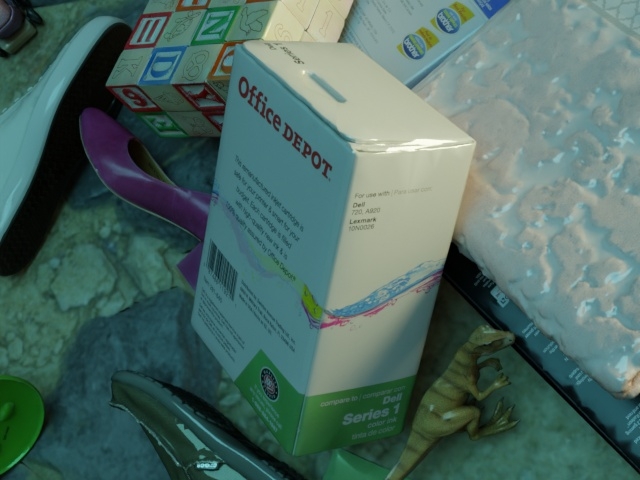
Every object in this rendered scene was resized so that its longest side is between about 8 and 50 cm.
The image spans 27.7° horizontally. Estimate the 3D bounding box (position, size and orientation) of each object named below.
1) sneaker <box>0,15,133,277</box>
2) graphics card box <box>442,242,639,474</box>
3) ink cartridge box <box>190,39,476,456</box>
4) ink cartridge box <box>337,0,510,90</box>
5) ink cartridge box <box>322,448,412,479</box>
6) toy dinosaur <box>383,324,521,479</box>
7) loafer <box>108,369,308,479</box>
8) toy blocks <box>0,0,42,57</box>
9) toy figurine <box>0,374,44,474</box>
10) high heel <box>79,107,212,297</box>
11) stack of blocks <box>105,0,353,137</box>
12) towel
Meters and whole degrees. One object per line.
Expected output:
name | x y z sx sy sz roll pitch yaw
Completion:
sneaker | -0.302 -0.116 1.329 0.123 0.106 0.290 30 89 24
graphics card box | 0.246 0.013 1.075 0.233 0.094 0.371 -47 64 5
ink cartridge box | 0.000 0.000 1.061 0.201 0.117 0.278 46 133 47
ink cartridge box | 0.043 -0.178 1.210 0.311 0.065 0.185 -37 49 11
ink cartridge box | 0.074 0.289 1.089 0.235 0.056 0.171 20 83 24
toy dinosaur | 0.098 0.150 1.082 0.064 0.112 0.211 45 113 43
loafer | -0.108 0.201 1.163 0.251 0.094 0.087 32 88 30
toy blocks | -0.351 -0.422 1.353 0.309 0.260 0.288 -42 65 6
toy figurine | -0.375 0.164 1.295 0.159 0.130 0.173 40 117 40
high heel | -0.135 -0.062 1.253 0.117 0.082 0.244 -43 68 15
stack of blocks | -0.058 -0.241 1.217 0.171 0.087 0.297 2 60 38
towel | 0.229 -0.092 0.999 0.317 0.053 0.332 -46 49 5
